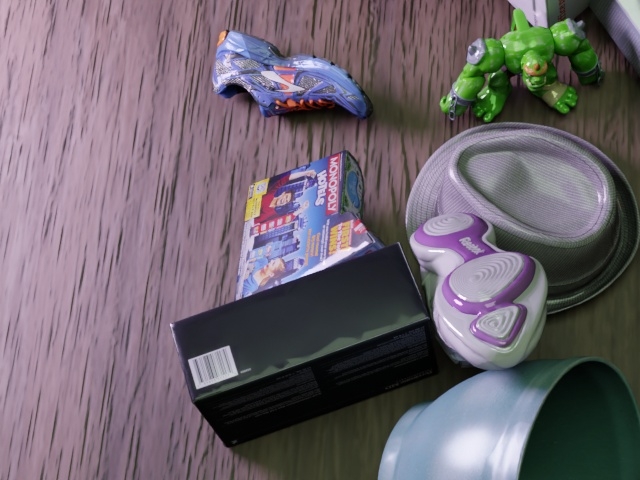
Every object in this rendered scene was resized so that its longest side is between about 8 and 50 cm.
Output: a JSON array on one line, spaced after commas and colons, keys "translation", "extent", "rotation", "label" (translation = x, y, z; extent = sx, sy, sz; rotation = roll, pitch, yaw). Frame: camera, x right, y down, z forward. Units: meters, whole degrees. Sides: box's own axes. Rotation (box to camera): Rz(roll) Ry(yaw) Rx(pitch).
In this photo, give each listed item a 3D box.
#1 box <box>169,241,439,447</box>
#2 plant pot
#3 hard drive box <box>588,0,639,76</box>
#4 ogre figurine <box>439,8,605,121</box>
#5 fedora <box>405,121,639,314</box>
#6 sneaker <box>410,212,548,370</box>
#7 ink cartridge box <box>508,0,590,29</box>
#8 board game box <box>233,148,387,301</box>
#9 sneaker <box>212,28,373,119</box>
[{"translation": [-0.012, 0.119, 1.516], "extent": [0.261, 0.184, 0.103], "rotation": [-19, 63, -1], "label": "box"}, {"translation": [0.183, 0.256, 1.405], "extent": [0.196, 0.293, 0.293], "rotation": [2, 65, 37], "label": "plant pot"}, {"translation": [0.460, -0.246, 1.629], "extent": [0.181, 0.089, 0.232], "rotation": [-33, 82, -6], "label": "hard drive box"}, {"translation": [0.241, -0.207, 1.646], "extent": [0.197, 0.118, 0.097], "rotation": [3, 58, 9], "label": "ogre figurine"}, {"translation": [0.230, -0.046, 1.584], "extent": [0.275, 0.124, 0.244], "rotation": [27, 73, 17], "label": "fedora"}, {"translation": [0.173, 0.077, 1.426], "extent": [0.114, 0.305, 0.152], "rotation": [-14, 110, 0], "label": "sneaker"}, {"translation": [0.317, -0.358, 1.651], "extent": [0.203, 0.148, 0.086], "rotation": [-41, 71, -3], "label": "ink cartridge box"}, {"translation": [0.000, 0.000, 1.587], "extent": [0.194, 0.060, 0.194], "rotation": [-17, 50, 31], "label": "board game box"}, {"translation": [-0.037, -0.186, 1.712], "extent": [0.221, 0.083, 0.087], "rotation": [20, 85, 20], "label": "sneaker"}]
